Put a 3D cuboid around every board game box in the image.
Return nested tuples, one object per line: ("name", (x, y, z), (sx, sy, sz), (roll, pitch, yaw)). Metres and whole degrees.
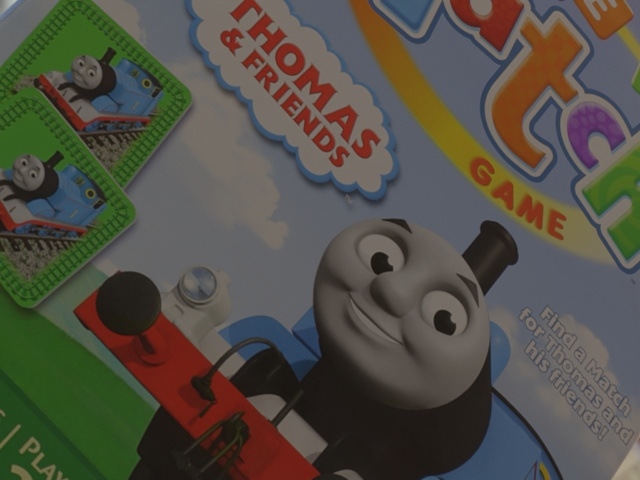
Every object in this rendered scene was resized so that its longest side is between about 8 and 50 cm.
("board game box", (0.000, 0.000, 0.414), (0.160, 0.039, 0.211), (47, -127, -10))
